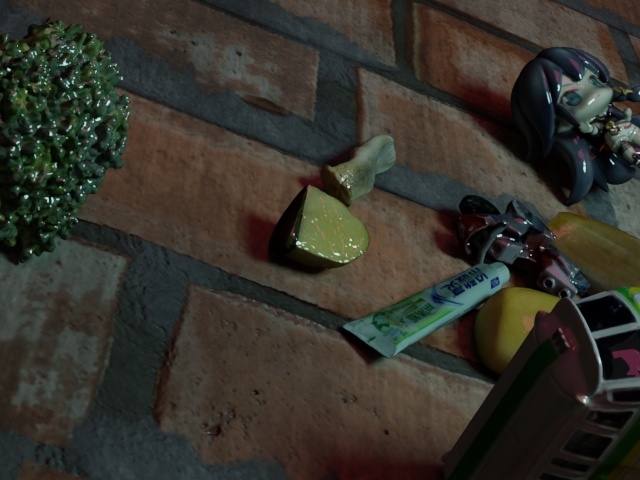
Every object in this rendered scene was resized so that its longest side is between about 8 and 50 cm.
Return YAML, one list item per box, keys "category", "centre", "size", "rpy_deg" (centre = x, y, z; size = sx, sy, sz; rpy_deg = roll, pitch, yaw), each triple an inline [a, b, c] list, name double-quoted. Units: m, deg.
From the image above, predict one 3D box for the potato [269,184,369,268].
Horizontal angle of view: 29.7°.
- category: "potato"
  centre: [0.000, 0.000, 1.475]
  size: [0.103, 0.066, 0.096]
  rpy_deg: [31, 56, -14]

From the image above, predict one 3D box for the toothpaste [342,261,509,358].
- category: "toothpaste"
  centre: [0.145, 0.080, 1.493]
  size: [0.075, 0.048, 0.297]
  rpy_deg: [32, 33, 29]

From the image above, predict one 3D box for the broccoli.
- category: "broccoli"
  centre: [-0.349, -0.104, 1.280]
  size: [0.288, 0.247, 0.245]
  rpy_deg: [-14, 15, -33]

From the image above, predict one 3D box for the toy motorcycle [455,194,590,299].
- category: "toy motorcycle"
  centre: [0.269, 0.011, 1.639]
  size: [0.213, 0.082, 0.122]
  rpy_deg: [37, 33, 14]

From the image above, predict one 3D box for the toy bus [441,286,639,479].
- category: "toy bus"
  centre: [0.254, 0.185, 1.200]
  size: [0.179, 0.305, 0.143]
  rpy_deg: [11, 38, -21]

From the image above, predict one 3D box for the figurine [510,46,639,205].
- category: "figurine"
  centre: [0.419, -0.184, 1.916]
  size: [0.175, 0.197, 0.265]
  rpy_deg: [-11, 70, -45]

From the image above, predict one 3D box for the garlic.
- category: "garlic"
  centre: [0.447, 0.059, 1.708]
  size: [0.318, 0.112, 0.143]
  rpy_deg: [36, 35, 30]

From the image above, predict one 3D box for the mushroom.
- category: "mushroom"
  centre: [0.058, -0.103, 1.666]
  size: [0.054, 0.059, 0.202]
  rpy_deg: [0, 22, 25]

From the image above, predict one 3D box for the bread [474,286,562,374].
- category: "bread"
  centre: [0.300, 0.130, 1.496]
  size: [0.217, 0.098, 0.147]
  rpy_deg: [24, 30, -9]
